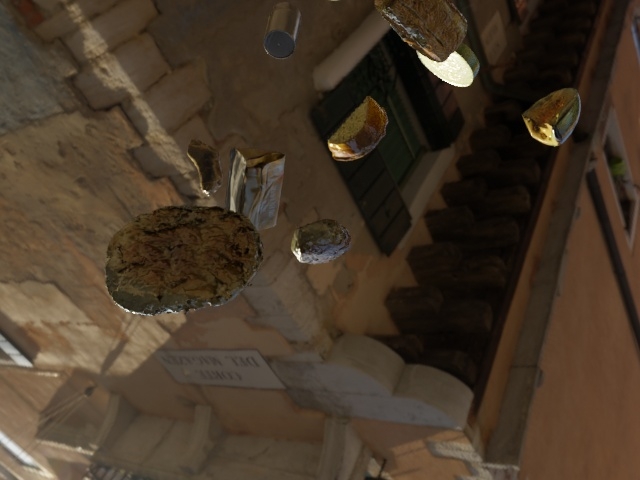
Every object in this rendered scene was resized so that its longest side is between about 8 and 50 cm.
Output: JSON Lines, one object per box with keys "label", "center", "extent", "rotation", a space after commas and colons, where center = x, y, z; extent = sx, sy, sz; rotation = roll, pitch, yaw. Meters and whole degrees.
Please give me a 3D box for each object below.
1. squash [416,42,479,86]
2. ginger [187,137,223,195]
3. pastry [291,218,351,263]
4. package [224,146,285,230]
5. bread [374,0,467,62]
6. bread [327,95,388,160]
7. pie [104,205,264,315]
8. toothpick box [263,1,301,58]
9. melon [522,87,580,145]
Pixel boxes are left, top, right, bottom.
{"label": "squash", "center": [0.466, -0.667, 2.096], "extent": [0.049, 0.252, 0.252], "rotation": [-55, -150, -4]}
{"label": "ginger", "center": [-0.359, -0.236, 1.796], "extent": [0.095, 0.190, 0.069], "rotation": [-16, 177, -12]}
{"label": "pastry", "center": [0.001, 0.005, 1.415], "extent": [0.153, 0.153, 0.081], "rotation": [-21, -128, 19]}
{"label": "package", "center": [-0.253, -0.179, 2.201], "extent": [0.221, 0.311, 0.165], "rotation": [5, -149, -13]}
{"label": "bread", "center": [0.301, -0.665, 1.671], "extent": [0.166, 0.294, 0.132], "rotation": [-56, -143, 6]}
{"label": "bread", "center": [0.149, -0.383, 2.043], "extent": [0.260, 0.129, 0.134], "rotation": [-49, -135, 5]}
{"label": "pie", "center": [-0.228, 0.025, 0.937], "extent": [0.274, 0.055, 0.274], "rotation": [-1, -143, 1]}
{"label": "toothpick box", "center": [-0.126, -0.704, 1.904], "extent": [0.111, 0.111, 0.180], "rotation": [-17, -135, 25]}
{"label": "melon", "center": [0.542, -0.278, 1.288], "extent": [0.128, 0.079, 0.160], "rotation": [-48, -162, 12]}
